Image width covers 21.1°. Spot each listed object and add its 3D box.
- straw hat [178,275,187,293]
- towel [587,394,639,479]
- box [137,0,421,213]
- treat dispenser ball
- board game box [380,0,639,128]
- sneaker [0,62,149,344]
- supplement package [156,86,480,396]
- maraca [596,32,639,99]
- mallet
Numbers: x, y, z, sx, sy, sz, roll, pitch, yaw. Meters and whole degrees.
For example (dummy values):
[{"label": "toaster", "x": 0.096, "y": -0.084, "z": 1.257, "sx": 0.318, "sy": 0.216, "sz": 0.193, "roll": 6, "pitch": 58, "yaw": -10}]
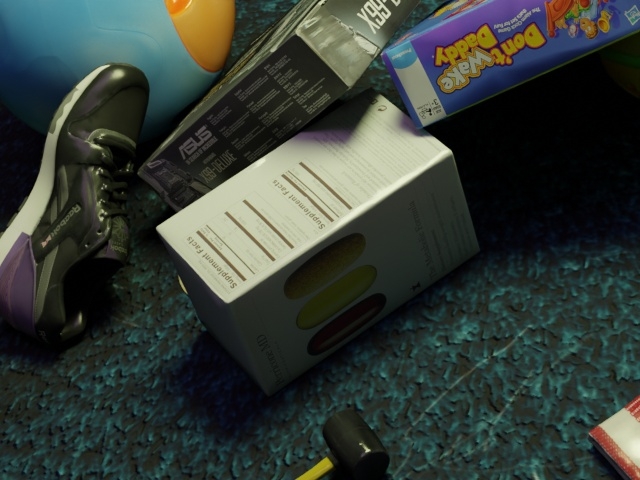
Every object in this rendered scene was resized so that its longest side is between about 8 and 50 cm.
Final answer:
[{"label": "straw hat", "x": -0.088, "y": -0.007, "z": 1.674, "sx": 0.144, "sy": 0.061, "sz": 0.144, "roll": -13, "pitch": 39, "yaw": 11}, {"label": "towel", "x": 0.398, "y": 0.128, "z": 1.304, "sx": 0.329, "sy": 0.037, "sz": 0.237, "roll": -30, "pitch": 38, "yaw": -8}, {"label": "box", "x": -0.024, "y": -0.172, "z": 1.681, "sx": 0.307, "sy": 0.076, "sz": 0.242, "roll": -35, "pitch": 14, "yaw": 49}, {"label": "treat dispenser ball", "x": -0.234, "y": -0.243, "z": 1.834, "sx": 0.288, "sy": 0.288, "sz": 0.288, "roll": -13, "pitch": 39, "yaw": 11}, {"label": "board game box", "x": 0.218, "y": -0.226, "z": 1.611, "sx": 0.233, "sy": 0.078, "sz": 0.347, "roll": -23, "pitch": 10, "yaw": 25}, {"label": "sneaker", "x": -0.218, "y": -0.031, "z": 1.684, "sx": 0.124, "sy": 0.107, "sz": 0.283, "roll": 27, "pitch": 93, "yaw": 34}, {"label": "supplement package", "x": 0.000, "y": 0.000, "z": 1.557, "sx": 0.244, "sy": 0.139, "sz": 0.134, "roll": -34, "pitch": 45, "yaw": -13}, {"label": "maraca", "x": 0.322, "y": -0.188, "z": 1.658, "sx": 0.127, "sy": 0.099, "sz": 0.186, "roll": -1, "pitch": 19, "yaw": -16}, {"label": "mallet", "x": -0.027, "y": 0.216, "z": 1.411, "sx": 0.189, "sy": 0.039, "sz": 0.062, "roll": -39, "pitch": 43, "yaw": -12}]
